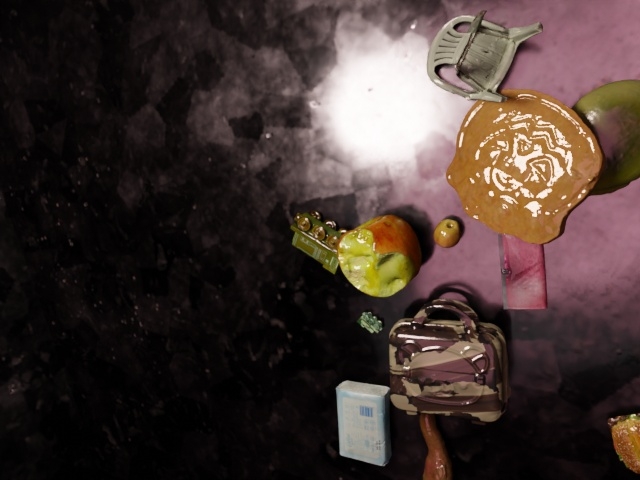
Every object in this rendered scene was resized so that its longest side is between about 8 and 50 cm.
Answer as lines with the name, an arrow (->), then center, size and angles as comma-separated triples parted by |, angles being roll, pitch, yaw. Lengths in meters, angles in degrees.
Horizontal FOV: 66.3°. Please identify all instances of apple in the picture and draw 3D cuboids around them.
apple -> 0.179, 0.050, 1.448 | 0.246, 0.246, 0.226 | -23, 94, 27
apple -> 0.372, -0.022, 1.434 | 0.083, 0.084, 0.071 | 16, 136, 20

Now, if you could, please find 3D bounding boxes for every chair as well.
chair -> 0.395, -0.479, 1.256 | 0.190, 0.275, 0.204 | 22, 105, -4

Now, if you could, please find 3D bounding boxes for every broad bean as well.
broad bean -> 0.715, -0.251, 1.205 | 0.238, 0.119, 0.291 | 37, 114, 16

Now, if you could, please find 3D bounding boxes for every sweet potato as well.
sweet potato -> 0.380, 0.735, 1.599 | 0.109, 0.109, 0.386 | 0, 96, 25

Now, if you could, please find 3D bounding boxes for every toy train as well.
toy train -> 0.000, 0.000, 1.608 | 0.225, 0.090, 0.137 | 33, 124, 19
toy train -> 0.166, 0.275, 1.626 | 0.083, 0.033, 0.053 | 42, 120, 10

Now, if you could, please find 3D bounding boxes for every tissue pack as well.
tissue pack -> 0.151, 0.623, 1.684 | 0.177, 0.089, 0.264 | 2, 105, 25

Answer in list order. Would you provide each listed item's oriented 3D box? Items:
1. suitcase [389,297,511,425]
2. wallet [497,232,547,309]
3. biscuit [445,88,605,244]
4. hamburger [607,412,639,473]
suitcase -> 0.379, 0.344, 1.459 | 0.351, 0.194, 0.340 | -1, 95, 24
wallet -> 0.577, 0.085, 1.399 | 0.119, 0.025, 0.233 | -4, 101, 25
biscuit -> 0.508, -0.197, 1.274 | 0.385, 0.062, 0.365 | 40, 121, 35
hamburger -> 0.874, 0.556, 1.336 | 0.137, 0.087, 0.166 | -24, 91, 27
